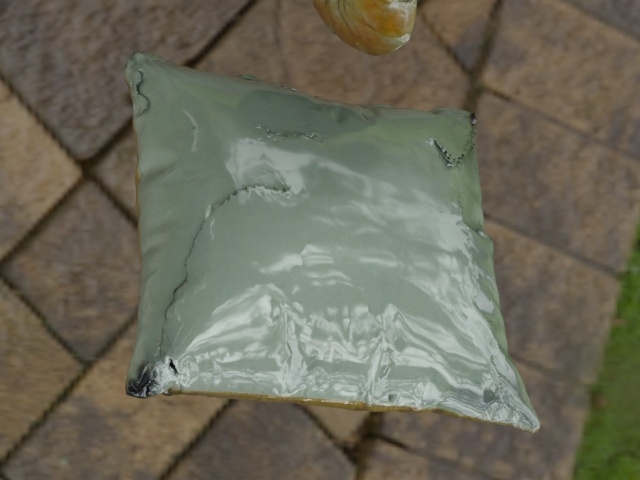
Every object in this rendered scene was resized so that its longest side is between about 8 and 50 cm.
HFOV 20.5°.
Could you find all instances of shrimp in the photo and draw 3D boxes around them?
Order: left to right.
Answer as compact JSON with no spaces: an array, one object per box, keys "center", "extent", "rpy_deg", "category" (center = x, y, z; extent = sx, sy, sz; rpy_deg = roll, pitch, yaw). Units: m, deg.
[{"center":[0.014,-0.243,1.376],"extent":[0.051,0.115,0.217],"rpy_deg":[-39,121,-43],"category":"shrimp"}]

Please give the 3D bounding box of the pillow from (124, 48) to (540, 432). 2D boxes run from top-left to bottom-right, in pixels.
[{"center":[0.000,0.000,1.311],"extent":[0.310,0.119,0.312],"rpy_deg":[10,49,-22],"category":"pillow"}]
